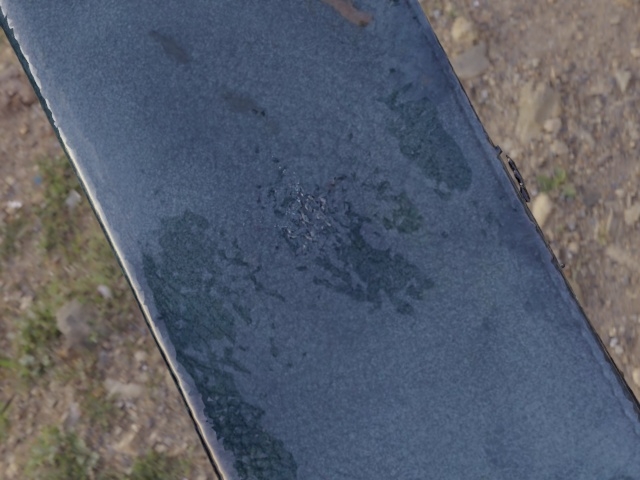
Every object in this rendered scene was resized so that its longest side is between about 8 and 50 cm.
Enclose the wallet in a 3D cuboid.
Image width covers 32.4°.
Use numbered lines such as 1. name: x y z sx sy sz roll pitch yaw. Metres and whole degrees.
1. wallet: 0.000 0.000 0.505 0.191 0.046 0.379 -28 82 7
